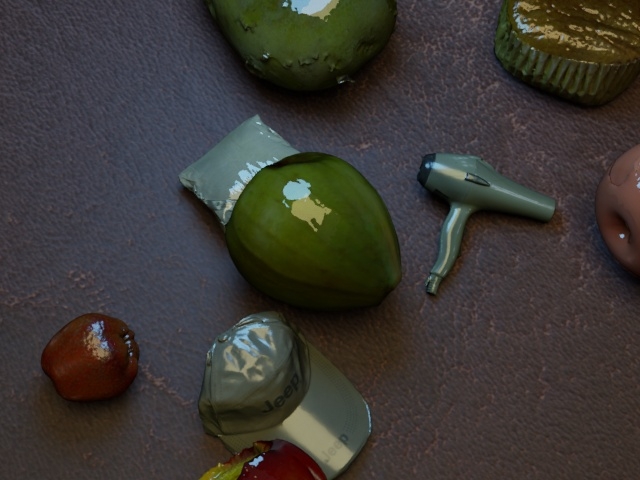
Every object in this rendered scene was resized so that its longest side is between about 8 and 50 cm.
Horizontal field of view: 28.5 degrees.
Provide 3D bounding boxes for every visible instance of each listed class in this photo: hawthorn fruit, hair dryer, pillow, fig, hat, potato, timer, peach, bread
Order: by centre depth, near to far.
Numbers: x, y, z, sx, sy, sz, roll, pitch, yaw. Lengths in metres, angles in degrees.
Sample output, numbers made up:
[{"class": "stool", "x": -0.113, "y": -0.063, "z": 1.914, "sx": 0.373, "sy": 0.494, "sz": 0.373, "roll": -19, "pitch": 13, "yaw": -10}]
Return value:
[{"class": "peach", "x": -0.105, "y": 0.367, "z": 1.748, "sx": 0.226, "sy": 0.196, "sz": 0.189, "roll": 9, "pitch": 48, "yaw": 3}, {"class": "hat", "x": -0.049, "y": 0.228, "z": 1.837, "sx": 0.245, "sy": 0.149, "sz": 0.214, "roll": 32, "pitch": 72, "yaw": 21}, {"class": "hawthorn fruit", "x": -0.337, "y": 0.176, "z": 1.850, "sx": 0.138, "sy": 0.133, "sz": 0.132, "roll": -24, "pitch": 71, "yaw": 6}, {"class": "fig", "x": 0.000, "y": 0.000, "z": 1.861, "sx": 0.271, "sy": 0.239, "sz": 0.239, "roll": 39, "pitch": 73, "yaw": 19}, {"class": "timer", "x": 0.538, "y": -0.047, "z": 1.904, "sx": 0.215, "sy": 0.229, "sz": 0.229, "roll": -17, "pitch": 71, "yaw": -9}, {"class": "hair dryer", "x": 0.264, "y": -0.029, "z": 1.979, "sx": 0.219, "sy": 0.088, "sz": 0.224, "roll": -2, "pitch": 82, "yaw": -7}, {"class": "pillow", "x": -0.118, "y": -0.111, "z": 1.984, "sx": 0.181, "sy": 0.078, "sz": 0.134, "roll": -38, "pitch": 65, "yaw": -14}, {"class": "potato", "x": -0.060, "y": -0.388, "z": 2.023, "sx": 0.359, "sy": 0.219, "sz": 0.269, "roll": 33, "pitch": 62, "yaw": 17}, {"class": "bread", "x": 0.417, "y": -0.347, "z": 2.061, "sx": 0.254, "sy": 0.142, "sz": 0.227, "roll": 18, "pitch": 62, "yaw": 7}]
